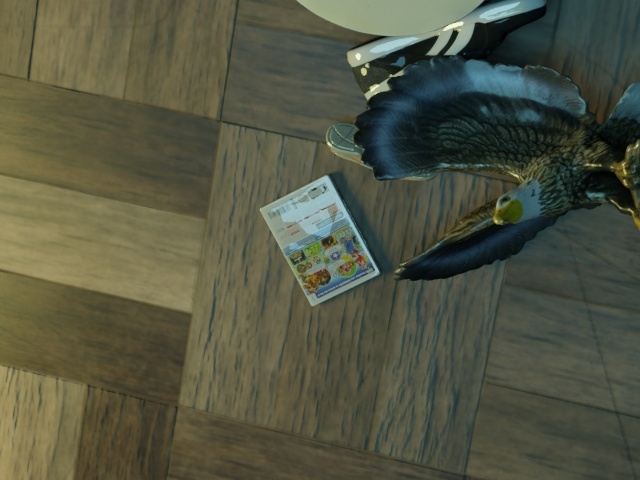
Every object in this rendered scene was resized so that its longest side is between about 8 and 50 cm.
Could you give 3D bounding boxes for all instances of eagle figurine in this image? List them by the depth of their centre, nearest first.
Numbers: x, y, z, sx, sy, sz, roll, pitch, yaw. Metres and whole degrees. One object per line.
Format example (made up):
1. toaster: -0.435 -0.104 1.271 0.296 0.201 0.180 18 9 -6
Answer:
1. eagle figurine: 0.204 -0.060 1.780 0.298 0.225 0.226 6 84 38

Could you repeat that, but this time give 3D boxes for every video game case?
1. video game case: 0.000 0.000 1.945 0.087 0.011 0.122 -26 96 17

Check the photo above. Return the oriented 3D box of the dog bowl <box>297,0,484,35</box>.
1. dog bowl: 0.066 -0.333 1.746 0.265 0.104 0.264 10 133 11

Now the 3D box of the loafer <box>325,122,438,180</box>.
1. loafer: 0.066 -0.092 1.899 0.125 0.039 0.045 19 74 5

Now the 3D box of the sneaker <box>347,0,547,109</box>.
1. sneaker: 0.145 -0.175 1.841 0.217 0.079 0.121 -16 103 24
